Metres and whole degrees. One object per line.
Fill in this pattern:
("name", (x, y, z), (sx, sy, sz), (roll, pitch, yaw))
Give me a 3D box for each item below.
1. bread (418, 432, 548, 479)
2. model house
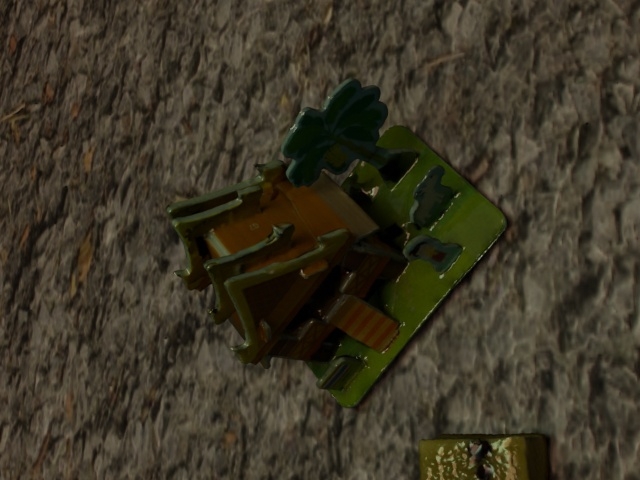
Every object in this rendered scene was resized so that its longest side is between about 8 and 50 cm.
("bread", (0.183, 0.396, 0.902), (0.138, 0.077, 0.362), (-10, 74, 35))
("model house", (0.000, 0.000, 0.981), (0.358, 0.312, 0.242), (-50, 59, 15))
